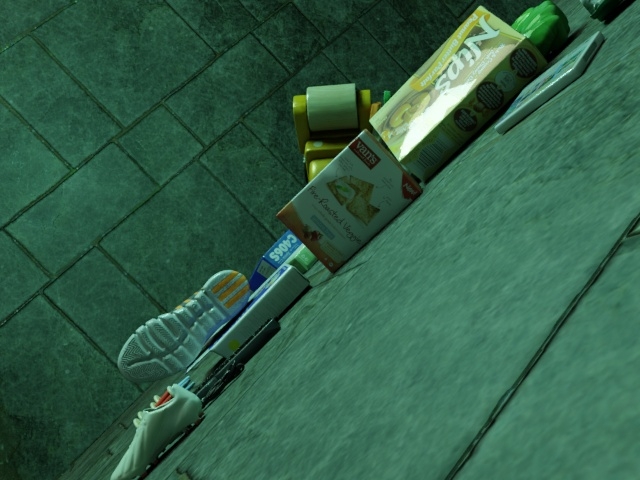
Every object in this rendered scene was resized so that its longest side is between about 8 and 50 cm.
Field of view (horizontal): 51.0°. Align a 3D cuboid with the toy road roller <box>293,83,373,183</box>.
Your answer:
[{"bbox_3d":[0.043,-0.226,1.781,0.240,0.202,0.329,-88,-8,-45],"label":"toy road roller"}]

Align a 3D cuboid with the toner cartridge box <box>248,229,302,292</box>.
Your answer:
[{"bbox_3d":[-0.078,0.018,2.041,0.348,0.075,0.165,-48,-6,-42],"label":"toner cartridge box"}]

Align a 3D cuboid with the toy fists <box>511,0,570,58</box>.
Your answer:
[{"bbox_3d":[0.445,-0.421,1.414,0.142,0.096,0.279,-56,2,14],"label":"toy fists"}]

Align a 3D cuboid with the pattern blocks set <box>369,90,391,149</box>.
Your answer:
[{"bbox_3d":[0.158,-0.244,1.794,0.285,0.026,0.325,72,-151,-58],"label":"pattern blocks set"}]

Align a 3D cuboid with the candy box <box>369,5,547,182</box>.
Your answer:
[{"bbox_3d":[0.257,-0.286,1.307,0.316,0.087,0.183,-44,38,15],"label":"candy box"}]

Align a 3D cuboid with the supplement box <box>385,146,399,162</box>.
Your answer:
[{"bbox_3d":[0.215,-0.226,1.759,0.043,0.083,0.055,-48,5,-37],"label":"supplement box"}]

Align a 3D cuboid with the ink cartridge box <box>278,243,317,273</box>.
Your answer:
[{"bbox_3d":[0.000,0.000,1.817,0.235,0.056,0.171,-48,4,-21],"label":"ink cartridge box"}]

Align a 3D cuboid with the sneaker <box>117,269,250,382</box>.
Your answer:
[{"bbox_3d":[-0.287,0.195,1.455,0.321,0.124,0.180,-36,-2,-17],"label":"sneaker"}]

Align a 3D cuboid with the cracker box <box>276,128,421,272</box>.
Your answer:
[{"bbox_3d":[0.054,-0.073,1.260,0.232,0.156,0.067,-44,4,14],"label":"cracker box"}]

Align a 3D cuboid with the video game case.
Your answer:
[{"bbox_3d":[0.347,-0.238,1.017,0.157,0.019,0.143,-38,7,49],"label":"video game case"}]

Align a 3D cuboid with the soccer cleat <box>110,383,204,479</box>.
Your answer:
[{"bbox_3d":[-0.275,0.316,1.088,0.196,0.076,0.068,-44,4,0],"label":"soccer cleat"}]

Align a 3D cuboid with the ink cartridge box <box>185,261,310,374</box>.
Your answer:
[{"bbox_3d":[-0.159,0.177,1.490,0.307,0.072,0.303,-47,5,-4],"label":"ink cartridge box"}]

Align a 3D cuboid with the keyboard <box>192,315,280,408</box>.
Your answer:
[{"bbox_3d":[-0.194,0.258,1.227,0.317,0.033,0.201,-45,4,-4],"label":"keyboard"}]

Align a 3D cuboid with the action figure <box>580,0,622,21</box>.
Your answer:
[{"bbox_3d":[0.541,-0.459,1.099,0.232,0.063,0.137,-38,4,32],"label":"action figure"}]

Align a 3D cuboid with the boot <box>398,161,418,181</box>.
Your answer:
[{"bbox_3d":[0.141,-0.116,1.431,0.208,0.076,0.189,-52,20,-18],"label":"boot"}]

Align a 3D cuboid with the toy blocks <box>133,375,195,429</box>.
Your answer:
[{"bbox_3d":[-0.336,0.355,1.481,0.148,0.054,0.123,-45,4,-6],"label":"toy blocks"}]
